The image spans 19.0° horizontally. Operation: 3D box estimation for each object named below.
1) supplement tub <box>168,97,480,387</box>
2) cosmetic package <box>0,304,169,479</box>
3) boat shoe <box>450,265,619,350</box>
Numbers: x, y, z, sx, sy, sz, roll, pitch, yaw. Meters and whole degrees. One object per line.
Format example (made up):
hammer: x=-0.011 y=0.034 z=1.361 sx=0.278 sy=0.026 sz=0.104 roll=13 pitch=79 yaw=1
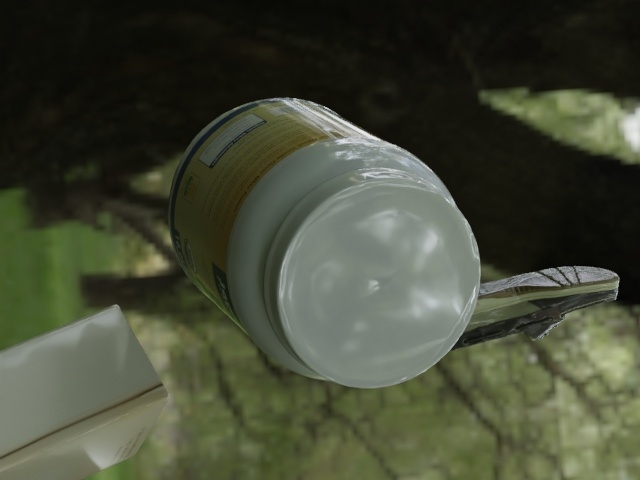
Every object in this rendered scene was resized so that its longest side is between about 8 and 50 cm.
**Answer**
supplement tub: x=0.000 y=0.000 z=1.807 sx=0.316 sy=0.228 sz=0.228 roll=-144 pitch=-132 yaw=-66
cosmetic package: x=-0.312 y=0.187 z=1.787 sx=0.113 sy=0.309 sz=0.160 roll=58 pitch=-29 yaw=16
boat shoe: x=0.245 y=0.082 z=2.267 sx=0.080 sy=0.223 sz=0.073 roll=-121 pitch=-158 yaw=-74
